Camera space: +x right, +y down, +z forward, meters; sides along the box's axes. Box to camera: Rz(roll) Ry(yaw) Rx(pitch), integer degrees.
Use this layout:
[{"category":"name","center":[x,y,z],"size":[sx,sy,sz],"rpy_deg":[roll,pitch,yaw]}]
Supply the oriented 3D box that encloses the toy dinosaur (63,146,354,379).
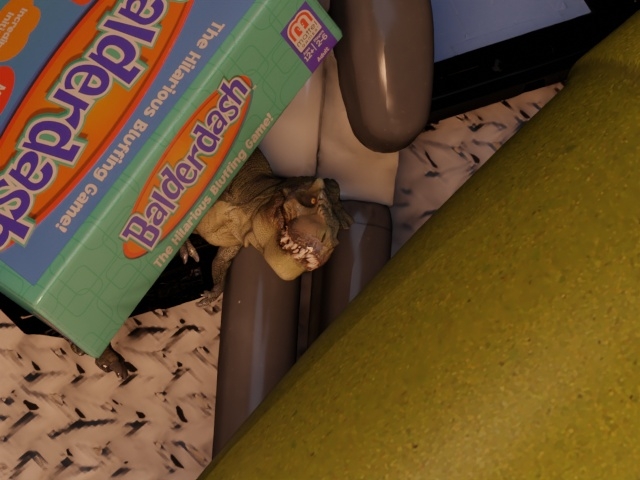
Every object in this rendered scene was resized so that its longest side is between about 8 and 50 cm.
[{"category":"toy dinosaur","center":[-0.091,-0.021,0.827],"size":[0.268,0.064,0.118],"rpy_deg":[35,89,38]}]

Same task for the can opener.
[{"category":"can opener","center":[0.000,0.000,0.815],"size":[0.076,0.095,0.283],"rpy_deg":[7,76,-13]}]

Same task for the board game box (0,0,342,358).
[{"category":"board game box","center":[-0.116,-0.066,0.801],"size":[0.210,0.047,0.160],"rpy_deg":[28,77,40]}]

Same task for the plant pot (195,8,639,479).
[{"category":"plant pot","center":[0.102,0.138,0.667],"size":[0.353,0.366,0.366],"rpy_deg":[-35,69,-5]}]

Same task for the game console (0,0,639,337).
[{"category":"game console","center":[-0.015,-0.096,0.928],"size":[0.361,0.044,0.213],"rpy_deg":[-18,65,-11]}]
